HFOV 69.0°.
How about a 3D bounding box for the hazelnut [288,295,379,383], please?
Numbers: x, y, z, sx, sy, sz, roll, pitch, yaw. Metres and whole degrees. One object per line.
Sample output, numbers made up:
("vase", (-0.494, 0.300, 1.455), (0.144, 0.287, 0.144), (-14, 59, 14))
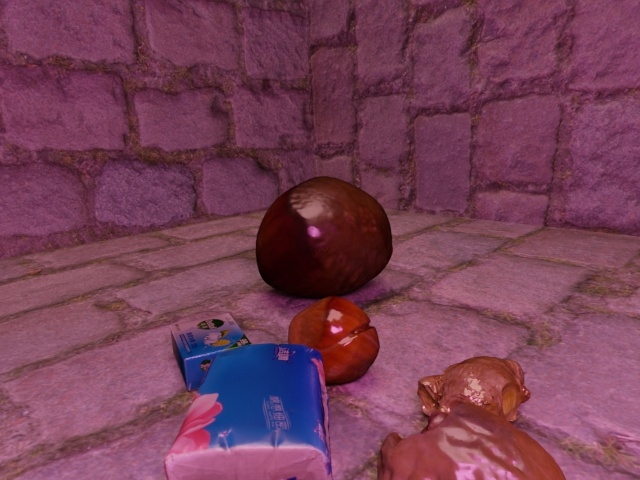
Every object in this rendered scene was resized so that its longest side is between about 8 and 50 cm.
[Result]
("hazelnut", (0.022, 0.203, 0.915), (0.182, 0.182, 0.182), (-2, 13, 1))

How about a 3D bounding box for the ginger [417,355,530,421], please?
("ginger", (0.251, 0.251, 0.774), (0.216, 0.102, 0.157), (-15, 11, -41))

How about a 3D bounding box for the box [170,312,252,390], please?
("box", (-0.236, 0.232, 1.003), (0.139, 0.073, 0.194), (-9, 15, -24))

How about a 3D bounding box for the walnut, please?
("walnut", (0.194, 0.287, 0.562), (0.238, 0.141, 0.204), (-8, 19, -11))

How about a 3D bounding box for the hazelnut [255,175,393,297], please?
("hazelnut", (0.000, 0.000, 1.390), (0.421, 0.353, 0.421), (-28, 5, 3))

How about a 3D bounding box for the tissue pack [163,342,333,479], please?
("tissue pack", (-0.086, 0.266, 0.694), (0.209, 0.137, 0.270), (-1, 13, 0))
